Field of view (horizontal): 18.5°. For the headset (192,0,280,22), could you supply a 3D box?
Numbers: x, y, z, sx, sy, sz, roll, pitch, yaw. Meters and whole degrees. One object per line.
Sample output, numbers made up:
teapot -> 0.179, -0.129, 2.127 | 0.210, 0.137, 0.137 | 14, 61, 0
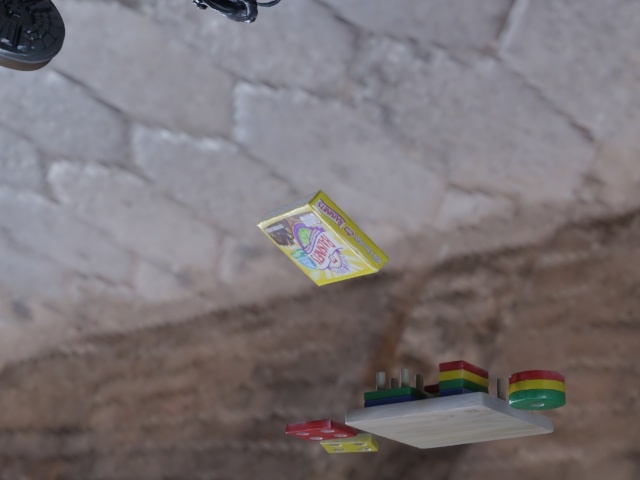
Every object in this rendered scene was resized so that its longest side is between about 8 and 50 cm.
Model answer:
headset -> -0.041, -0.397, 1.802 | 0.185, 0.394, 0.243 | 20, -170, 19

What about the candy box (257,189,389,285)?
candy box -> 0.000, 0.000, 2.146 | 0.105, 0.027, 0.206 | 43, 164, -9

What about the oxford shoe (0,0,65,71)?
oxford shoe -> -0.273, -0.163, 1.380 | 0.227, 0.083, 0.096 | 26, 137, 22

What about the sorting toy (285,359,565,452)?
sorting toy -> 0.103, 0.140, 1.677 | 0.274, 0.046, 0.132 | -12, 159, 32
